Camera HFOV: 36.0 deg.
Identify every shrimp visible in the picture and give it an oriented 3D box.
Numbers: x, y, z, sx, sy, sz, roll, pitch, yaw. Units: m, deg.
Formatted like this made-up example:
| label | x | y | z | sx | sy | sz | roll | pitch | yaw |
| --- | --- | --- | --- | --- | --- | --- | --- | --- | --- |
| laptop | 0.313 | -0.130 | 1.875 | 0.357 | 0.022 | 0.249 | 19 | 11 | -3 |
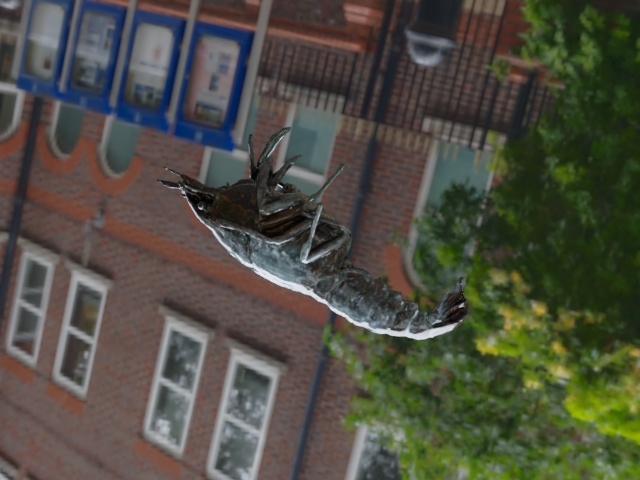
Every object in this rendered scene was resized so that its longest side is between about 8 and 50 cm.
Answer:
| label | x | y | z | sx | sy | sz | roll | pitch | yaw |
| --- | --- | --- | --- | --- | --- | --- | --- | --- | --- |
| shrimp | -0.005 | 0.001 | 1.227 | 0.410 | 0.166 | 0.221 | 40 | 159 | 4 |
